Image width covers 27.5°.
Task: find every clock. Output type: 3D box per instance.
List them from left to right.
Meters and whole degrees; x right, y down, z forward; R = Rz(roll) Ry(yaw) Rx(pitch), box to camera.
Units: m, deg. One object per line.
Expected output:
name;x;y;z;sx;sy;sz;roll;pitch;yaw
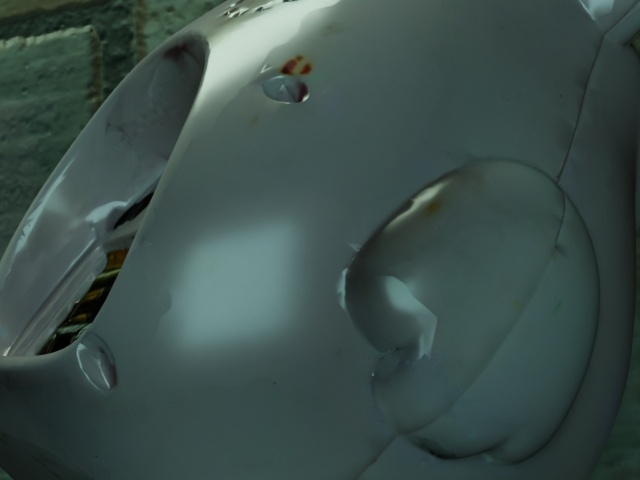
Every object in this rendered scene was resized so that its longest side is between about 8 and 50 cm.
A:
clock;0.000;0.000;0.676;0.250;0.368;0.377;41;66;-19
